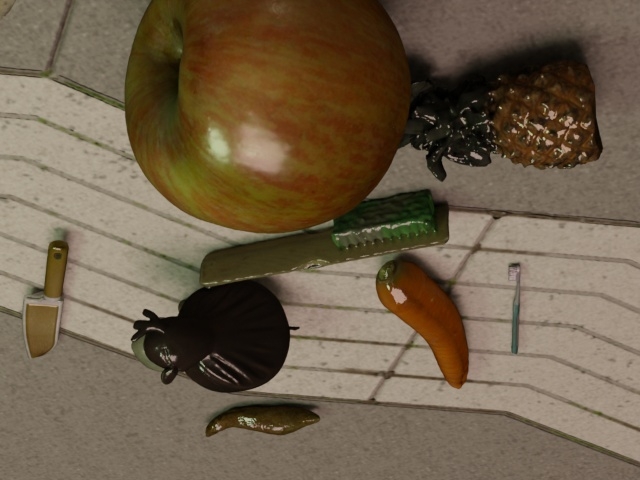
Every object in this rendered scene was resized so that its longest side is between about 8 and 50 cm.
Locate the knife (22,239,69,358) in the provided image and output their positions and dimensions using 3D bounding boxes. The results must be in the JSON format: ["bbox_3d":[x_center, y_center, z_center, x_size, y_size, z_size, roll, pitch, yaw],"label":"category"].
[{"bbox_3d":[-0.317,0.069,1.935,0.046,0.022,0.256,3,147,-12],"label":"knife"}]

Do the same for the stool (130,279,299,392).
[{"bbox_3d":[-0.129,0.112,1.880,0.217,0.125,0.121,-8,176,-38],"label":"stool"}]

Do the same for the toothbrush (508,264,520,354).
[{"bbox_3d":[0.222,0.080,1.938,0.014,0.011,0.167,2,142,7],"label":"toothbrush"}]

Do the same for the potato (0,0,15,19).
[{"bbox_3d":[-0.367,-0.282,1.394,0.299,0.116,0.239,8,133,-49],"label":"potato"}]

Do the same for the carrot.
[{"bbox_3d":[0.134,0.101,1.935,0.066,0.062,0.271,-42,137,0],"label":"carrot"}]

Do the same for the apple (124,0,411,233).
[{"bbox_3d":[-0.038,-0.130,1.496,0.264,0.264,0.264,1,142,1],"label":"apple"}]

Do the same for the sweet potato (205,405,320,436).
[{"bbox_3d":[-0.076,0.226,2.114,0.153,0.038,0.041,-6,118,13],"label":"sweet potato"}]

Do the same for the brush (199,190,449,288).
[{"bbox_3d":[0.000,0.000,1.813,0.282,0.054,0.048,-12,130,17],"label":"brush"}]

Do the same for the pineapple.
[{"bbox_3d":[0.149,-0.119,1.624,0.237,0.119,0.111,-4,-174,14],"label":"pineapple"}]
